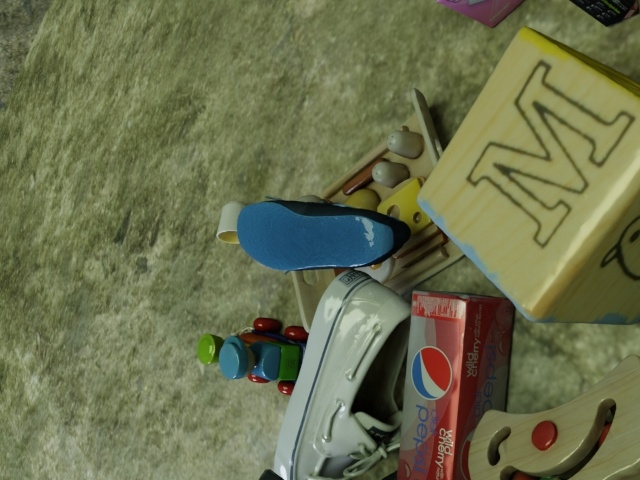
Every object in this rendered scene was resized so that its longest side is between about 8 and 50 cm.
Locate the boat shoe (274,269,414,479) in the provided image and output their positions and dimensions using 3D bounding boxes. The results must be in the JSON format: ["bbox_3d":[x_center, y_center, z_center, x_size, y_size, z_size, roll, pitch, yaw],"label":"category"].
[{"bbox_3d":[0.054,0.229,0.906,0.156,0.136,0.367,27,112,33],"label":"boat shoe"}]

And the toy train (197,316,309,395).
[{"bbox_3d":[-0.135,0.173,1.128,0.248,0.143,0.105,6,88,51],"label":"toy train"}]

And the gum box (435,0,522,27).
[{"bbox_3d":[0.223,-0.341,0.805,0.188,0.107,0.062,-39,55,40],"label":"gum box"}]

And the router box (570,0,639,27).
[{"bbox_3d":[0.276,-0.283,0.719,0.038,0.122,0.092,-17,72,44],"label":"router box"}]

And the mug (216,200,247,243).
[{"bbox_3d":[-0.156,-0.033,1.256,0.078,0.062,0.064,-19,61,41],"label":"mug"}]

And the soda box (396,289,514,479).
[{"bbox_3d":[0.154,0.191,0.813,0.083,0.092,0.263,3,87,51],"label":"soda box"}]

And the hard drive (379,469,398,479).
[{"bbox_3d":[0.095,0.356,0.913,0.135,0.022,0.094,-45,52,37],"label":"hard drive"}]

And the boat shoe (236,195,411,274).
[{"bbox_3d":[0.000,0.000,0.921,0.258,0.089,0.109,13,105,40],"label":"boat shoe"}]

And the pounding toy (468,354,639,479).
[{"bbox_3d":[0.257,0.239,0.701,0.269,0.155,0.154,-47,22,24],"label":"pounding toy"}]

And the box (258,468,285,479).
[{"bbox_3d":[-0.009,0.482,0.726,0.312,0.179,0.343,23,68,36],"label":"box"}]

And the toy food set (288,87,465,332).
[{"bbox_3d":[0.058,-0.031,0.967,0.306,0.092,0.220,-37,56,41],"label":"toy food set"}]

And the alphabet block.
[{"bbox_3d":[0.246,-0.055,0.668,0.193,0.192,0.197,52,124,39],"label":"alphabet block"}]
